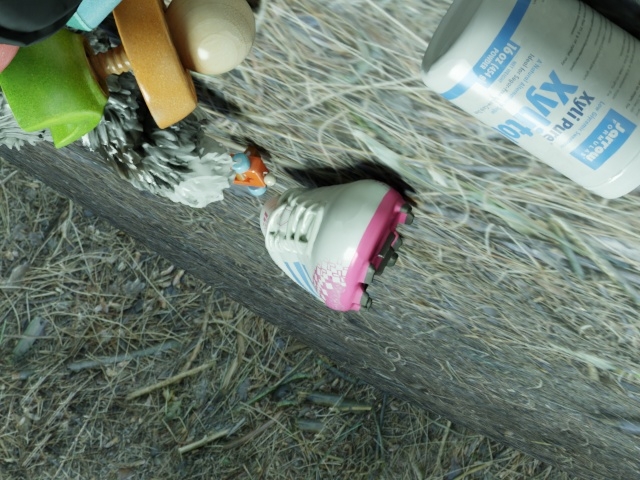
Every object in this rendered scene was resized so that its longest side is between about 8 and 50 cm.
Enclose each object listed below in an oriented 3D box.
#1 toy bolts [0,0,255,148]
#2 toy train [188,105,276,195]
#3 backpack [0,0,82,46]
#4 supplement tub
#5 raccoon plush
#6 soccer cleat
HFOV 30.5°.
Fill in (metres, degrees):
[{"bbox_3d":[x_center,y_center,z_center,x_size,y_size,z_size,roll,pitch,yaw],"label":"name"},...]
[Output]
[{"bbox_3d":[-0.142,-0.176,0.697,0.228,0.158,0.218,12,-122,-88],"label":"toy bolts"},{"bbox_3d":[-0.114,-0.105,1.139,0.125,0.046,0.166,7,156,27],"label":"toy train"},{"bbox_3d":[-0.280,-0.164,0.428,0.356,0.273,0.290,18,171,4],"label":"backpack"},{"bbox_3d":[0.106,-0.074,0.533,0.107,0.071,0.071,31,171,-11],"label":"supplement tub"},{"bbox_3d":[-0.287,-0.076,0.899,0.446,0.299,0.216,37,162,-19],"label":"raccoon plush"},{"bbox_3d":[0.000,0.000,1.120,0.143,0.116,0.331,28,171,5],"label":"soccer cleat"}]
